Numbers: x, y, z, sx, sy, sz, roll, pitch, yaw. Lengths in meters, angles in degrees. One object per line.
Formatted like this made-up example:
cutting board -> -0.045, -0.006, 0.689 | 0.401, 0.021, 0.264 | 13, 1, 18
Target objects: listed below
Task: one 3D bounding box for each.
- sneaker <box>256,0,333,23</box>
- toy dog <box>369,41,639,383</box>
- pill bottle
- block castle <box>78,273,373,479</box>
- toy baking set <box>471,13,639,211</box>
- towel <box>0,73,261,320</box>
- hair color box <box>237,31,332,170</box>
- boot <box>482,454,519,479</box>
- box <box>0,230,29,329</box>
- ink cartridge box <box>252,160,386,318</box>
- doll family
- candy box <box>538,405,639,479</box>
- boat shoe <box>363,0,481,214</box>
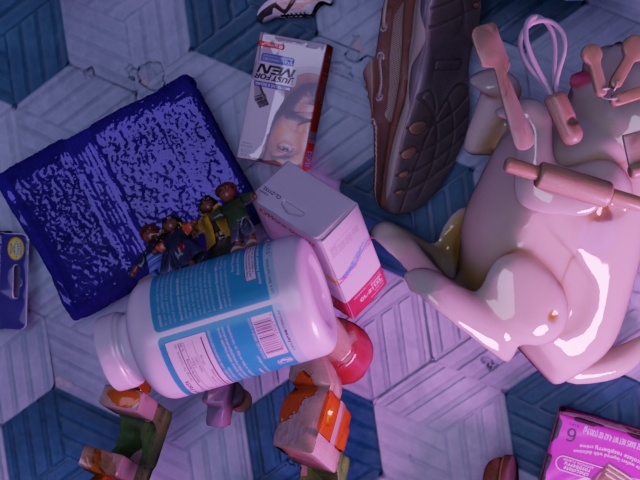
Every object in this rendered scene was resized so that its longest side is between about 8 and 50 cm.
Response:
sneaker -> -0.033, -0.308, 1.878 | 0.109, 0.040, 0.044 | -25, 89, 11
toy dog -> 0.319, -0.046, 1.699 | 0.395, 0.284, 0.408 | 37, 98, -9
pill bottle -> -0.123, 0.095, 1.660 | 0.264, 0.146, 0.146 | -16, 88, 9
block castle -> -0.125, 0.281, 1.787 | 0.303, 0.213, 0.453 | 10, 72, 20
toy baking set -> 0.274, -0.141, 1.563 | 0.256, 0.030, 0.197 | 12, 80, -10
towel -> -0.250, -0.058, 1.917 | 0.308, 0.076, 0.228 | -27, 93, 10
hair color box -> -0.046, -0.182, 1.878 | 0.093, 0.053, 0.167 | 11, 95, 10
boot -> 0.183, 0.414, 1.827 | 0.115, 0.112, 0.305 | 14, 96, 21
box -> -0.504, 0.051, 1.983 | 0.225, 0.036, 0.136 | 3, 93, 12
ink cartridge box -> 0.000, 0.000, 1.789 | 0.127, 0.175, 0.072 | 33, 69, 33
doll family -> -0.156, -0.002, 1.755 | 0.193, 0.076, 0.111 | -25, 65, 5
candy box -> 0.345, 0.344, 1.805 | 0.159, 0.071, 0.233 | 15, 95, 10
boat shoe -> 0.117, -0.196, 1.826 | 0.116, 0.123, 0.324 | 24, 107, 43
